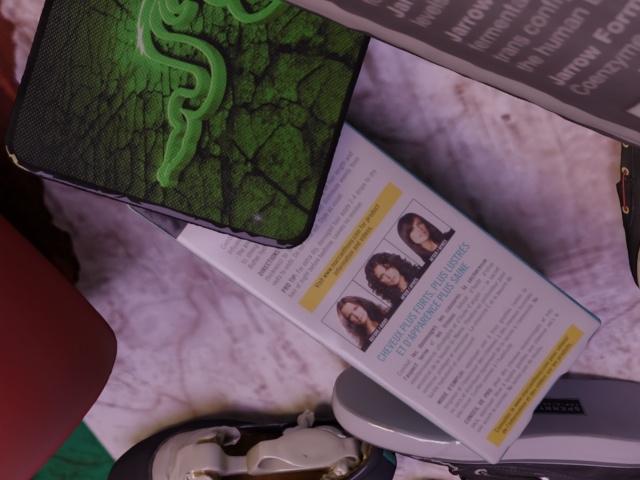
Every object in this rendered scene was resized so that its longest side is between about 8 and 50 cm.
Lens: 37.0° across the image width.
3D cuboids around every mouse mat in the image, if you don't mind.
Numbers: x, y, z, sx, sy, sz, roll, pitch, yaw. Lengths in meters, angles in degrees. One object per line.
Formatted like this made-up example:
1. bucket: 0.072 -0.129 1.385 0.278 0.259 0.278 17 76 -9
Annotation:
1. mouse mat: -0.052 -0.103 0.454 0.152 0.007 0.189 17 92 -7

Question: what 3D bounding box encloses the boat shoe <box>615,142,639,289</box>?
1. boat shoe: 0.190 -0.026 0.529 0.049 0.042 0.133 -18 126 -13

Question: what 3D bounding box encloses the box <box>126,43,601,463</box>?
1. box: 0.024 0.010 0.516 0.244 0.060 0.100 37 91 -13

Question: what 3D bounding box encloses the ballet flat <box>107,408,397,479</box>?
1. ballet flat: -0.050 0.149 0.648 0.203 0.074 0.074 -4 125 2

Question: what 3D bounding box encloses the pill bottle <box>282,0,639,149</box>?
1. pill bottle: 0.040 -0.174 0.336 0.361 0.204 0.204 20 124 -10

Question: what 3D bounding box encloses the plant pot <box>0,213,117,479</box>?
1. plant pot: -0.281 0.035 0.488 0.275 0.275 0.243 -25 108 20

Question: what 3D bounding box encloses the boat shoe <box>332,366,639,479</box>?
1. boat shoe: 0.118 0.129 0.625 0.228 0.080 0.076 3 124 -7
